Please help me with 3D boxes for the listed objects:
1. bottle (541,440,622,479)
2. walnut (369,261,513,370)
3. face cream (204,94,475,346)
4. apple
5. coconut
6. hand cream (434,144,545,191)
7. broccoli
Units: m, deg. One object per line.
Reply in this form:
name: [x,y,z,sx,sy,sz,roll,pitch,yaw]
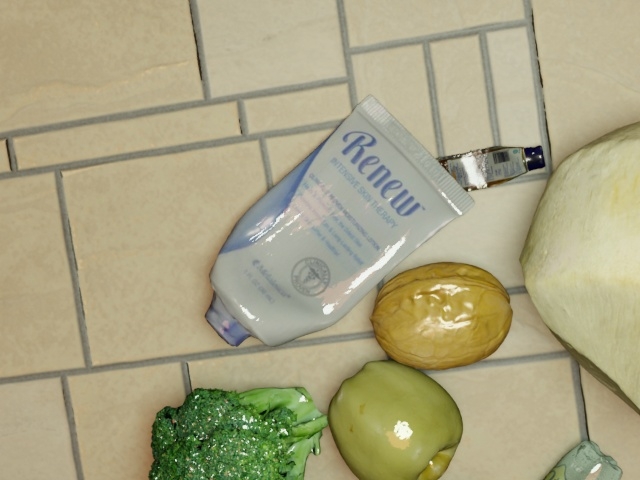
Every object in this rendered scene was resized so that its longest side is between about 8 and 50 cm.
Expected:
bottle: [0.339,0.420,1.237,0.083,0.083,0.269,38,98,2]
walnut: [0.174,0.109,1.198,0.207,0.159,0.159,-5,93,9]
face cream: [0.000,0.000,1.239,0.420,0.137,0.235,-42,78,-2]
apple: [0.109,0.271,1.204,0.200,0.200,0.200,0,94,6]
coconut: [0.457,0.052,1.073,0.415,0.344,0.415,-5,66,10]
hand cream: [0.254,-0.110,1.238,0.163,0.039,0.062,-11,94,12]
broccoli: [-0.108,0.336,1.205,0.275,0.308,0.307,-27,91,-31]
